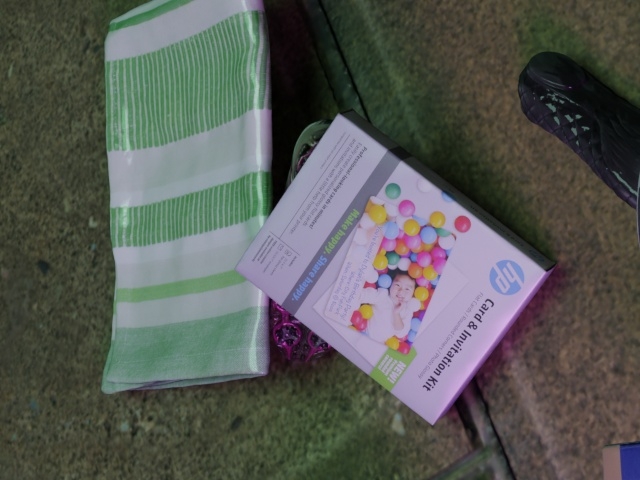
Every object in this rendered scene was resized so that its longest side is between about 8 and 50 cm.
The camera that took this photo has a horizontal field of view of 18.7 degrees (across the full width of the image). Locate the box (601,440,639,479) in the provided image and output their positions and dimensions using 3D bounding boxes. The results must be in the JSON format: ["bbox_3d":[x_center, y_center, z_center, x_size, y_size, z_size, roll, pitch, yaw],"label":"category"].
[{"bbox_3d":[0.296,0.130,1.141,0.225,0.136,0.037,-14,72,40],"label":"box"}]

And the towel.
[{"bbox_3d":[-0.111,-0.045,1.562,0.248,0.038,0.325,-14,73,56],"label":"towel"}]

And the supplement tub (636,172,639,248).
[{"bbox_3d":[0.353,-0.011,1.079,0.316,0.193,0.194,6,86,41],"label":"supplement tub"}]

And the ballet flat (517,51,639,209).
[{"bbox_3d":[0.197,-0.068,1.335,0.173,0.057,0.049,51,156,36],"label":"ballet flat"}]

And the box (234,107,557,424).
[{"bbox_3d":[0.051,0.019,1.393,0.186,0.038,0.145,38,110,9],"label":"box"}]

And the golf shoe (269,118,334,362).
[{"bbox_3d":[0.000,0.000,1.489,0.086,0.067,0.186,-111,31,-76],"label":"golf shoe"}]
